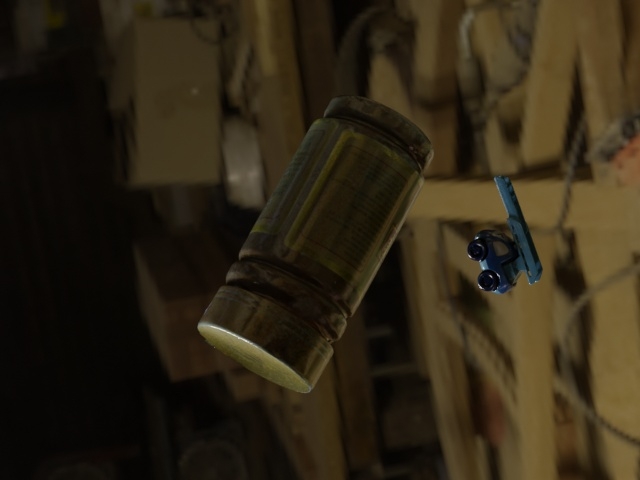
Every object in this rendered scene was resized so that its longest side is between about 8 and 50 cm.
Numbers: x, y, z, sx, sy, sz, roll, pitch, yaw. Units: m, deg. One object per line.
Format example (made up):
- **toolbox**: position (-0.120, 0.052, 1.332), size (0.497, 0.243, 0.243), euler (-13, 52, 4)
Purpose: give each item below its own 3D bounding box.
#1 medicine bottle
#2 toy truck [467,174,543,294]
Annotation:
- **medicine bottle**: position (0.000, 0.000, 1.836), size (0.322, 0.151, 0.151), euler (-61, 2, -15)
- **toy truck**: position (0.212, -0.005, 1.907), size (0.136, 0.074, 0.063), euler (69, -160, 1)
